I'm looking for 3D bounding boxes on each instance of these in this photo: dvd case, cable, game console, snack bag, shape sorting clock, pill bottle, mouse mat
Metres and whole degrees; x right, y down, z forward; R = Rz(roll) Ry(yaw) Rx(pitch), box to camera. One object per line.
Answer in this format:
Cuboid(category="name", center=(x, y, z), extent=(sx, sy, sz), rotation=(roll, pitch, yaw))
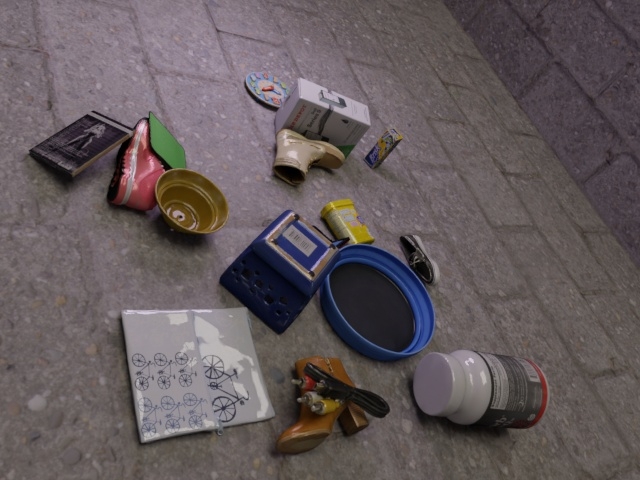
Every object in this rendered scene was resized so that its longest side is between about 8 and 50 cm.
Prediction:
Cuboid(category="dvd case", center=(-0.630, -0.262, 1.533), extent=(0.164, 0.018, 0.221), rotation=(26, 52, 21))
Cuboid(category="cable", center=(0.045, 0.377, 1.402), extent=(0.287, 0.072, 0.139), rotation=(29, 13, -43))
Cuboid(category="game console", center=(0.000, 0.000, 1.803), extent=(0.144, 0.124, 0.085), rotation=(-37, 106, -48))
Cuboid(category="snack bag", center=(-0.281, 0.298, 1.359), extent=(0.342, 0.037, 0.323), rotation=(4, 52, -35))
Cuboid(category="shape sorting clock", center=(-0.191, -0.580, 2.213), extent=(0.206, 0.040, 0.206), rotation=(21, 44, -21))
Cuboid(category="pill bottle", center=(0.461, 0.427, 1.662), extent=(0.363, 0.210, 0.210), rotation=(13, 47, -27))
Cuboid(category="mouse mat", center=(-0.444, -0.270, 1.684), extent=(0.190, 0.007, 0.153), rotation=(52, 19, -53))

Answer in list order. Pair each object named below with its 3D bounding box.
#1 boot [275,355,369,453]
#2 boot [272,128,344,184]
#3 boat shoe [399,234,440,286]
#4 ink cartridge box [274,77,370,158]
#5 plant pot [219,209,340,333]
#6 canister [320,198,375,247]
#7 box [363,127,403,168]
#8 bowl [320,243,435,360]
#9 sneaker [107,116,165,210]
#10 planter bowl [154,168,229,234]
Cuboid(category="boot", center=(-0.026, 0.394, 1.427), extent=(0.295, 0.104, 0.211), rotation=(1, 48, -42))
Cuboid(category="boot", center=(-0.040, -0.267, 2.001), extent=(0.262, 0.095, 0.203), rotation=(21, 44, -18))
Cuboid(category="boat shoe", center=(0.337, 0.069, 2.000), extent=(0.070, 0.078, 0.219), rotation=(6, 43, -34))
Cuboid(category="ink cartridge box", center=(0.003, -0.431, 2.094), extent=(0.289, 0.211, 0.121), rotation=(16, 47, -23))
Cuboid(category="plant pot", center=(-0.096, 0.067, 1.571), extent=(0.236, 0.212, 0.236), rotation=(41, 42, 1))
Cuboid(category="canister", center=(0.092, -0.047, 1.919), extent=(0.126, 0.073, 0.170), rotation=(-13, 64, -43))
Cuboid(category="box", center=(0.242, -0.356, 2.233), extent=(0.054, 0.169, 0.059), rotation=(-25, 72, -47))
Cuboid(category="bowl", center=(0.172, 0.188, 1.764), extent=(0.391, 0.077, 0.391), rotation=(20, 45, -21))
Cuboid(category="sneaker", center=(-0.497, -0.206, 1.619), extent=(0.136, 0.116, 0.314), rotation=(26, 48, -31))
Cuboid(category="planter bowl", center=(-0.369, -0.086, 1.592), extent=(0.217, 0.090, 0.217), rotation=(24, 43, -25))
